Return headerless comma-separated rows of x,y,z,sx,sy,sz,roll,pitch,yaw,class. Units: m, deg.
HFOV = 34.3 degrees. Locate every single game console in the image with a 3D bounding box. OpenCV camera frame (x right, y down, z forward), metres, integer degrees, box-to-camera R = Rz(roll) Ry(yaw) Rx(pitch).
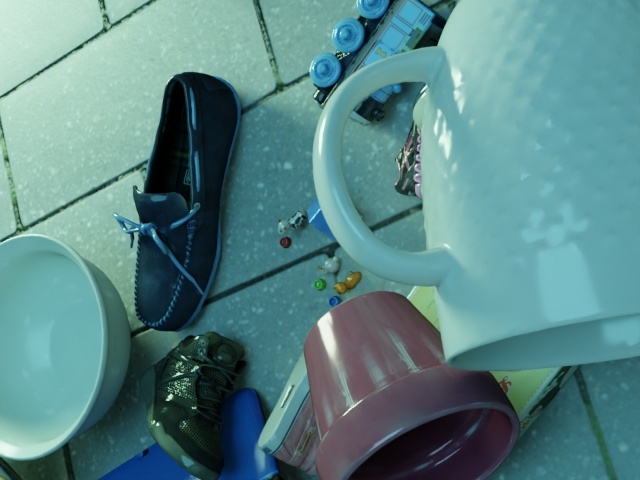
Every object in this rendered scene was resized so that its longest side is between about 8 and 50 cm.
-0.139,0.375,1.283,0.293,0.173,0.250,-33,99,10,game console

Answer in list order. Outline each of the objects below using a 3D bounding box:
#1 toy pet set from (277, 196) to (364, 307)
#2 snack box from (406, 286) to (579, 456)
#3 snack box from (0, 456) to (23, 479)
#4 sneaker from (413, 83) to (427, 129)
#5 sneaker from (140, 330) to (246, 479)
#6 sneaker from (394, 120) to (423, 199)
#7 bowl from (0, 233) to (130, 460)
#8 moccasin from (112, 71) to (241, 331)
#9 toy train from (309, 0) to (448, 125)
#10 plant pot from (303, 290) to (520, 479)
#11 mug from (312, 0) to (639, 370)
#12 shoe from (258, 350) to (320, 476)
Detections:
0.000,0.000,1.253,0.114,0.065,0.122,-51,62,17,toy pet set
0.178,0.108,1.132,0.187,0.060,0.322,44,107,28,snack box
-0.445,0.340,1.405,0.174,0.207,0.070,37,73,29,snack box
0.216,-0.266,1.126,0.350,0.131,0.148,-44,57,14,sneaker
-0.146,0.191,1.272,0.130,0.087,0.227,-47,29,8,sneaker
0.110,-0.106,1.214,0.057,0.047,0.119,2,84,43,sneaker
-0.359,0.145,1.417,0.298,0.134,0.298,-5,81,32,bowl
-0.203,-0.053,1.354,0.137,0.117,0.342,6,87,32,moccasin
0.066,-0.220,1.233,0.105,0.080,0.184,42,106,22,toy train
0.073,0.158,1.054,0.201,0.201,0.180,-43,50,20,plant pot
0.178,-0.066,0.922,0.374,0.276,0.328,-3,74,-12,mug
0.002,0.188,1.236,0.178,0.081,0.063,-61,14,-16,shoe
